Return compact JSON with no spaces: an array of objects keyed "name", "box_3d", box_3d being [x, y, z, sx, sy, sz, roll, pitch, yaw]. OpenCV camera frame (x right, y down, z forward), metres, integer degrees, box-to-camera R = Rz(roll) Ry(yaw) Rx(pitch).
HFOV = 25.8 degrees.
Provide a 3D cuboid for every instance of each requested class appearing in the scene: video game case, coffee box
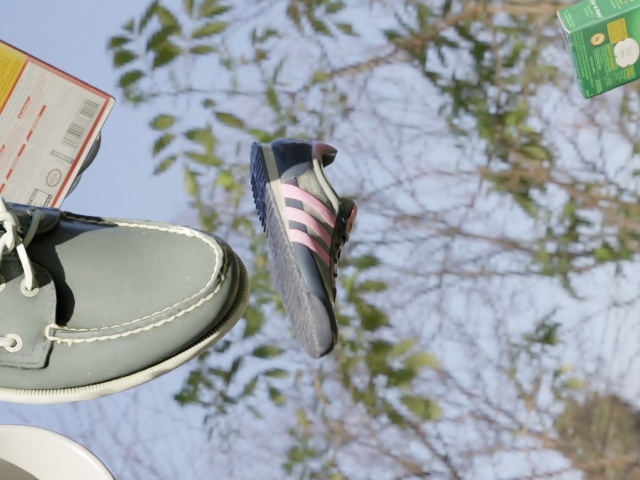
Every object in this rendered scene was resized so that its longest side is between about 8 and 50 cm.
[{"name":"video game case","box_3d":[-0.398,-0.132,1.561,0.285,0.025,0.204,26,-84,-31]},{"name":"coffee box","box_3d":[0.351,-0.228,1.479,0.113,0.184,0.040,61,-170,-50]}]

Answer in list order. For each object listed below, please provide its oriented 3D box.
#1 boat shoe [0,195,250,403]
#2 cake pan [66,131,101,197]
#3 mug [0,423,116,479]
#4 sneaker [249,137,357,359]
[{"name":"boat shoe","box_3d":[-0.203,0.028,0.844,0.099,0.319,0.116,87,179,-55]},{"name":"cake pan","box_3d":[-0.424,-0.118,1.754,0.293,0.293,0.054,-48,-25,-48]},{"name":"mug","box_3d":[-0.186,0.193,0.734,0.113,0.150,0.169,-104,21,-43]},{"name":"sneaker","box_3d":[0.000,0.000,1.848,0.112,0.131,0.319,116,142,-62]}]
